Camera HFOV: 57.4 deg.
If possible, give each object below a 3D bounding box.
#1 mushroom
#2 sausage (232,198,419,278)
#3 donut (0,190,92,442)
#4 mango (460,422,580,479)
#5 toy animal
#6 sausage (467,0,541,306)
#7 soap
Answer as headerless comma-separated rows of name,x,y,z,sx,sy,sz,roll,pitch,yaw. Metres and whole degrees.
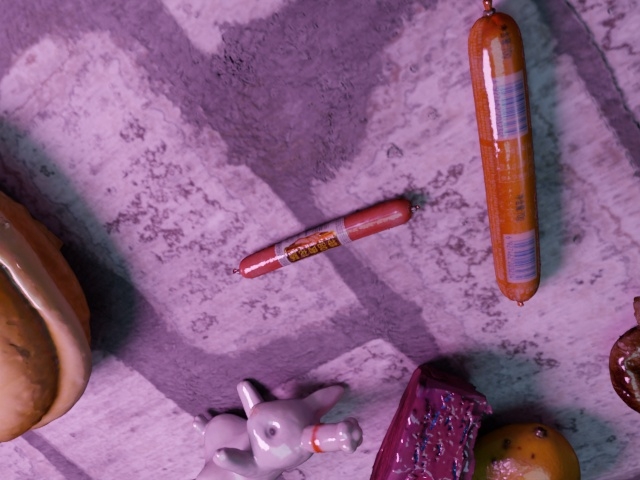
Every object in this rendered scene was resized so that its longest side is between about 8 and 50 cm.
mushroom,0.404,0.135,0.685,0.135,0.080,0.171,-28,110,9
sausage,0.000,0.000,0.708,0.253,0.034,0.034,-21,113,21
donut,-0.506,0.089,0.750,0.448,0.198,0.449,4,120,8
mango,0.253,0.337,0.803,0.147,0.109,0.227,33,120,-11
toy animal,-0.074,0.268,0.810,0.138,0.140,0.282,35,122,-20
sausage,0.199,-0.075,0.619,0.053,0.053,0.348,-8,117,14
soap,0.138,0.279,0.767,0.099,0.162,0.250,20,118,6
